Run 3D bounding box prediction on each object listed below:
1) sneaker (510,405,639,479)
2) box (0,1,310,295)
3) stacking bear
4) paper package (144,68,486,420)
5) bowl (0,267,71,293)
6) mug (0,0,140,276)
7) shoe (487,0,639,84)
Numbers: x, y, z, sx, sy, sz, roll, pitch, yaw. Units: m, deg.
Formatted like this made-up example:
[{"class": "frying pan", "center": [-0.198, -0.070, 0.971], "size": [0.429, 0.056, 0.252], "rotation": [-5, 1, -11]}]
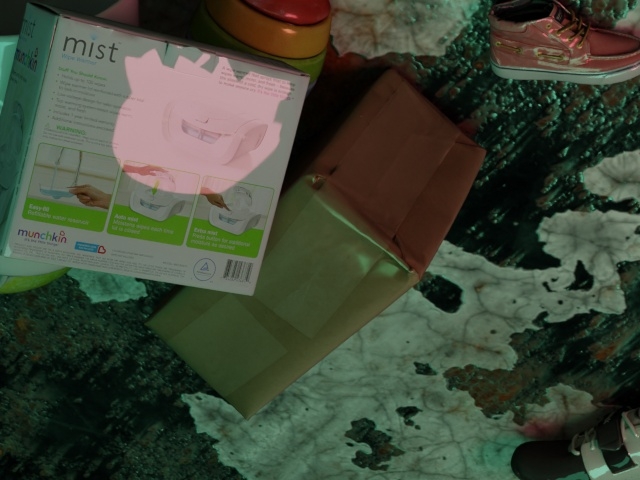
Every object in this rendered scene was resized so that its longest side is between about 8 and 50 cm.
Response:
[{"class": "sneaker", "center": [0.426, 0.274, 1.944], "size": [0.330, 0.122, 0.146], "rotation": [0, 115, 13]}, {"class": "box", "center": [-0.171, -0.086, 1.369], "size": [0.261, 0.126, 0.231], "rotation": [9, 100, -28]}, {"class": "stacking bear", "center": [-0.062, -0.239, 1.520], "size": [0.164, 0.175, 0.289], "rotation": [1, 131, -33]}, {"class": "paper package", "center": [0.000, 0.000, 1.616], "size": [0.168, 0.309, 0.325], "rotation": [43, 126, -6]}, {"class": "bowl", "center": [-0.428, -0.024, 1.791], "size": [0.289, 0.156, 0.289], "rotation": [6, 134, 6]}, {"class": "mug", "center": [-0.381, -0.138, 1.547], "size": [0.374, 0.276, 0.328], "rotation": [-1, 126, -6]}, {"class": "shoe", "center": [0.268, -0.219, 1.531], "size": [0.177, 0.063, 0.081], "rotation": [2, 138, 15]}]
